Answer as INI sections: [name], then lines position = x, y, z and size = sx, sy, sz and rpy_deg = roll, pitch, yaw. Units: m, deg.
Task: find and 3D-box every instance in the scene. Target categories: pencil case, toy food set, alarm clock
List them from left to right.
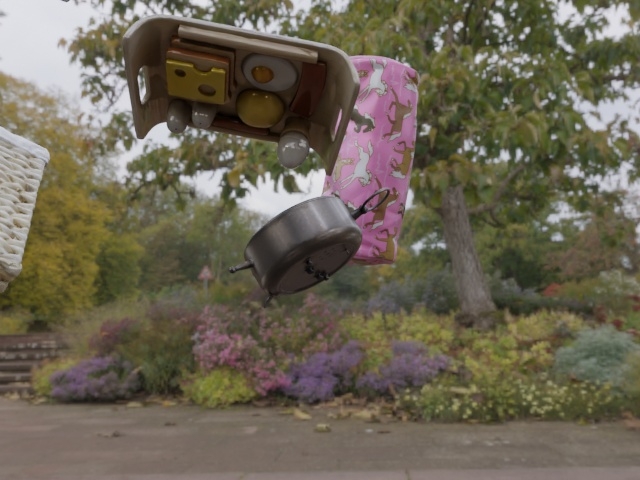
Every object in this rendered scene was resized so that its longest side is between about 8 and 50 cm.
[toy food set]
position = -0.114, -0.186, 0.875
size = 0.307, 0.092, 0.219
rpy_deg = 9, -28, -5
[alarm clock]
position = 0.000, 0.000, 0.690
size = 0.192, 0.064, 0.129
rpy_deg = -36, -21, 4
[pencil case]
position = 0.082, -0.138, 1.152
size = 0.160, 0.385, 0.167
rpy_deg = 8, -4, -17

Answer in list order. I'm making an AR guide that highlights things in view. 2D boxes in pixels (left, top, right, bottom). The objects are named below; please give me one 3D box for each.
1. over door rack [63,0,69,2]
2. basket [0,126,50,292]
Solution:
[over door rack]
position = -0.413, -0.457, 0.713
size = 0.108, 0.239, 0.324
rpy_deg = -34, -5, 8
[basket]
position = -0.634, -0.028, 0.891
size = 0.328, 0.266, 0.331
rpy_deg = -40, -49, 25
